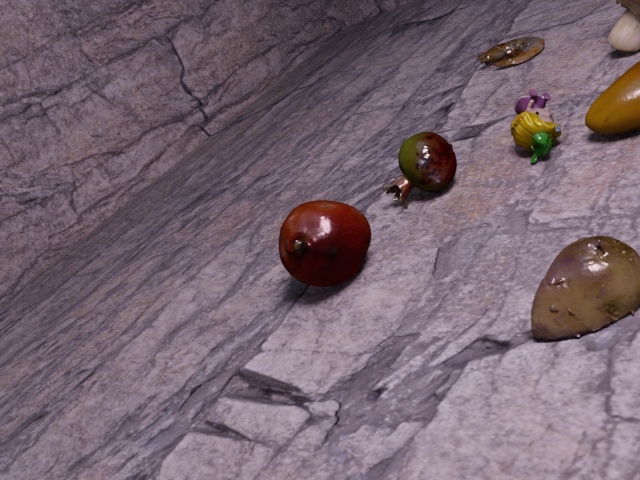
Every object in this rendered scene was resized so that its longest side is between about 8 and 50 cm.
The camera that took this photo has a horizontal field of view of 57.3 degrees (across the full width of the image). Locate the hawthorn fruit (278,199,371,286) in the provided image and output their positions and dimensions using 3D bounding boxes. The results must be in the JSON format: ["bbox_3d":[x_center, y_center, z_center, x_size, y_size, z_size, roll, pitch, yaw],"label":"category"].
[{"bbox_3d":[0.000,0.000,1.058,0.169,0.168,0.188,-16,-13,25],"label":"hawthorn fruit"}]

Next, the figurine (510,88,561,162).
[{"bbox_3d":[0.421,-0.211,1.168,0.095,0.114,0.156,5,49,-6],"label":"figurine"}]

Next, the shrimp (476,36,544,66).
[{"bbox_3d":[0.541,-0.537,1.670,0.188,0.051,0.132,-16,28,19],"label":"shrimp"}]

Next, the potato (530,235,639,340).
[{"bbox_3d":[0.339,0.048,0.736,0.172,0.089,0.101,-38,29,-23],"label":"potato"}]

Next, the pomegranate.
[{"bbox_3d":[0.206,-0.146,1.196,0.159,0.129,0.129,-47,30,-20],"label":"pomegranate"}]

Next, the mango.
[{"bbox_3d":[0.599,-0.271,1.051,0.254,0.113,0.138,-28,28,17],"label":"mango"}]

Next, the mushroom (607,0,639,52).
[{"bbox_3d":[0.731,-0.533,1.296,0.260,0.254,0.234,-10,-38,-51],"label":"mushroom"}]
